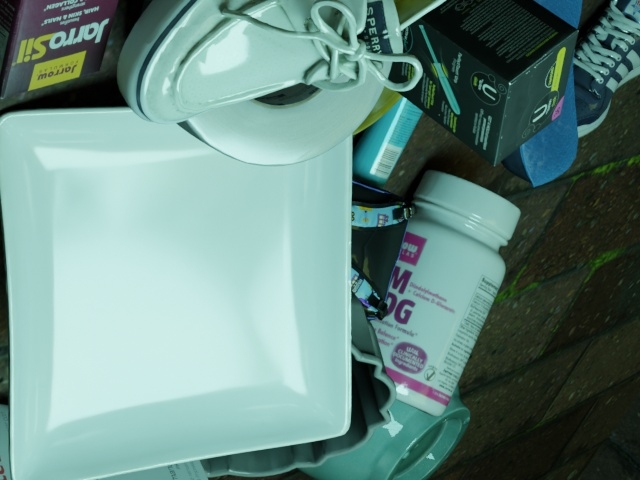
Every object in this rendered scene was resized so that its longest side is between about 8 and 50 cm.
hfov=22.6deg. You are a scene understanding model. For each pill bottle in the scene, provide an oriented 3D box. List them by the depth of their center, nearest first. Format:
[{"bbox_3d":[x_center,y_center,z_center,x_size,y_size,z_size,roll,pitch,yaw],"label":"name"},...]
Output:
[{"bbox_3d":[0.137,0.065,2.029,0.283,0.160,0.160,-66,156,-5],"label":"pill bottle"}]

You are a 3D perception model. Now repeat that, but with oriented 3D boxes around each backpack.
[{"bbox_3d":[0.000,0.000,1.806,0.173,0.117,0.158,19,84,-34],"label":"backpack"}]

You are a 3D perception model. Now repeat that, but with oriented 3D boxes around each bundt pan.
[{"bbox_3d":[-0.086,0.131,1.738,0.331,0.124,0.331,-3,144,-2],"label":"bundt pan"}]

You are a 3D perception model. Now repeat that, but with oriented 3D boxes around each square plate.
[{"bbox_3d":[-0.130,0.038,1.482,0.347,0.049,0.344,-6,104,-27],"label":"square plate"}]

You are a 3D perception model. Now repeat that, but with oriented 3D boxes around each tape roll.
[{"bbox_3d":[-0.046,-0.178,1.401,0.219,0.072,0.219,-8,108,-25],"label":"tape roll"}]

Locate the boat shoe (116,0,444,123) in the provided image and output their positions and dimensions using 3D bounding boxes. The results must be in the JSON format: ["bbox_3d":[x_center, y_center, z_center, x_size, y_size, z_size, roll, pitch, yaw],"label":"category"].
[{"bbox_3d":[0.021,-0.181,1.281,0.367,0.156,0.136,-32,145,-14],"label":"boat shoe"}]

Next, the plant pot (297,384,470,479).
[{"bbox_3d":[0.081,0.236,2.215,0.293,0.196,0.293,-37,154,-21],"label":"plant pot"}]

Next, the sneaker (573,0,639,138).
[{"bbox_3d":[0.377,-0.253,2.082,0.282,0.099,0.153,-41,161,-31],"label":"sneaker"}]

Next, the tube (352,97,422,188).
[{"bbox_3d":[0.098,-0.159,1.837,0.207,0.052,0.080,-61,162,13],"label":"tube"}]

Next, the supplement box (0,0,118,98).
[{"bbox_3d":[-0.208,-0.212,1.210,0.104,0.081,0.188,-24,147,-42],"label":"supplement box"}]

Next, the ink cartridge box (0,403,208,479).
[{"bbox_3d":[-0.248,0.285,1.611,0.289,0.211,0.121,15,117,-34],"label":"ink cartridge box"}]

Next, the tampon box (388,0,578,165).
[{"bbox_3d":[0.148,-0.177,1.531,0.101,0.161,0.120,-37,153,-26],"label":"tampon box"}]

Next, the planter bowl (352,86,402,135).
[{"bbox_3d":[0.028,-0.212,1.583,0.217,0.090,0.217,-39,153,-24],"label":"planter bowl"}]

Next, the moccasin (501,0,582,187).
[{"bbox_3d":[0.215,-0.225,1.825,0.138,0.117,0.342,-16,120,-28],"label":"moccasin"}]
